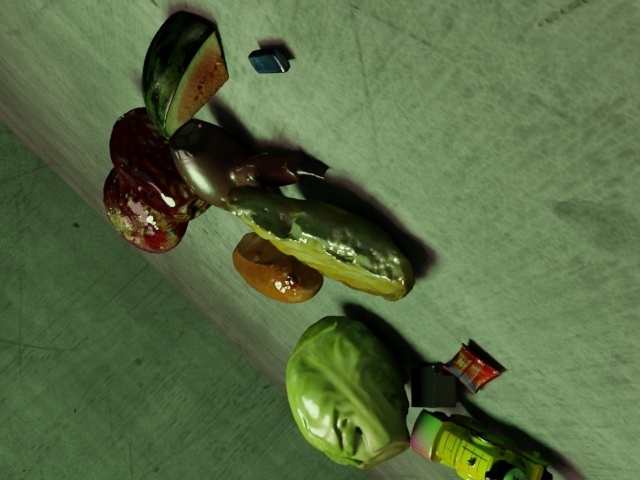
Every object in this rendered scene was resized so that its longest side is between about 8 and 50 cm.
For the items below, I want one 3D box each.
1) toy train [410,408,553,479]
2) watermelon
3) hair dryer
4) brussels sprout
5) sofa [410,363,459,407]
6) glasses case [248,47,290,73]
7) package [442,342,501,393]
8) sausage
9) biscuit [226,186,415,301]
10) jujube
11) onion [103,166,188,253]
[{"bbox_3d":[0.312,0.418,1.637,0.160,0.101,0.296,14,-177,-35],"label":"toy train"},{"bbox_3d":[-0.227,-0.276,1.306,0.145,0.193,0.137,41,-152,17],"label":"watermelon"},{"bbox_3d":[-0.076,-0.091,1.463,0.340,0.123,0.312,6,151,49],"label":"hair dryer"},{"bbox_3d":[0.063,0.309,1.782,0.328,0.247,0.328,42,-152,-28],"label":"brussels sprout"},{"bbox_3d":[0.230,0.293,1.701,0.060,0.085,0.147,2,168,-12],"label":"sofa"},{"bbox_3d":[-0.068,-0.244,1.147,0.083,0.023,0.033,14,141,57],"label":"glasses case"},{"bbox_3d":[0.266,0.229,1.511,0.083,0.022,0.200,42,164,11],"label":"package"},{"bbox_3d":[-0.091,0.059,1.767,0.258,0.133,0.133,20,151,52],"label":"sausage"},{"bbox_3d":[0.000,0.000,1.390,0.335,0.078,0.329,31,167,-16],"label":"biscuit"},{"bbox_3d":[-0.316,-0.152,1.688,0.243,0.183,0.183,52,166,15],"label":"jujube"},{"bbox_3d":[-0.423,-0.091,2.083,0.246,0.190,0.246,24,139,23],"label":"onion"}]
